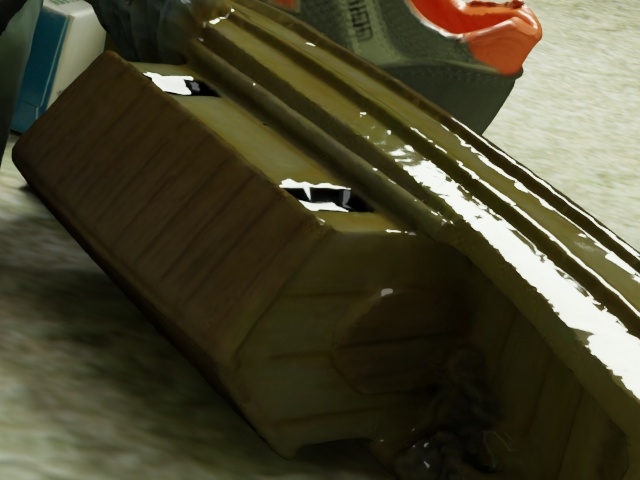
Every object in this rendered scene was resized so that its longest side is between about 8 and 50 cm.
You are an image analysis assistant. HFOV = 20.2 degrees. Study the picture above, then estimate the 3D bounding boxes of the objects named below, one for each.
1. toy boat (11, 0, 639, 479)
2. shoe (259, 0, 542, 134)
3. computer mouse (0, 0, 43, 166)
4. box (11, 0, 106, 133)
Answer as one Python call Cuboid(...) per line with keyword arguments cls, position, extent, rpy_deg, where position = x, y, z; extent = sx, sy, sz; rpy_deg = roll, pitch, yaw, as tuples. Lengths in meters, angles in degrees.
Cuboid(cls="toy boat", position=(0.000, 0.000, 0.671), extent=(0.162, 0.136, 0.445), rpy_deg=(-2, 25, -35))
Cuboid(cls="shoe", position=(-0.010, -0.180, 0.982), extent=(0.336, 0.171, 0.132), rpy_deg=(41, 20, -5))
Cuboid(cls="computer mouse", position=(-0.167, -0.158, 0.780), extent=(0.114, 0.203, 0.374), rpy_deg=(14, 40, -11))
Cuboid(cls="box", position=(-0.171, -0.126, 0.995), extent=(0.139, 0.073, 0.194), rpy_deg=(21, 17, 9))
